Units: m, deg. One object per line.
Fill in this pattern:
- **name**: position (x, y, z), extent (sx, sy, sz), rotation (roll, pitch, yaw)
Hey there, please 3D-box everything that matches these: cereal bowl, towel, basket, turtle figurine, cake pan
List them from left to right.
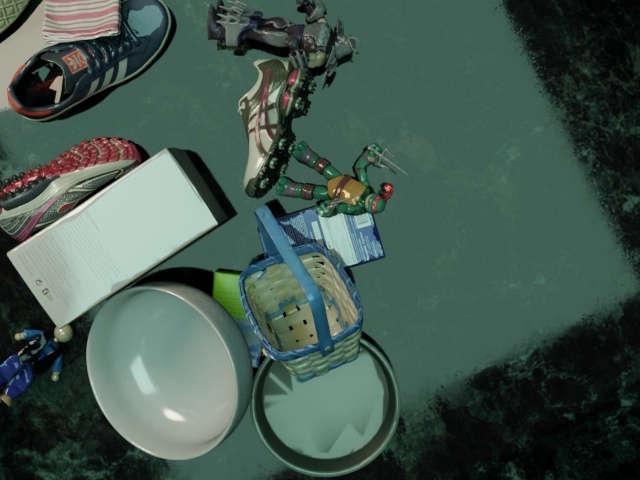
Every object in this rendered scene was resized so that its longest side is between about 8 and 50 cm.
- **towel**: position (-0.444, -0.443, 1.879), extent (0.144, 0.029, 0.197), rotation (-8, 52, -2)
- **cereal bowl**: position (-0.266, 0.234, 1.902), extent (0.339, 0.141, 0.338), rotation (6, 103, 26)
- **basket**: position (-0.037, 0.105, 1.812), extent (0.201, 0.254, 0.289), rotation (-21, 137, -11)
- **cake pan**: position (0.009, 0.314, 1.979), extent (0.293, 0.054, 0.293), rotation (0, 94, 0)
- **turtle figurine**: position (0.041, -0.099, 1.889), extent (0.234, 0.118, 0.175), rotation (20, 60, 28)

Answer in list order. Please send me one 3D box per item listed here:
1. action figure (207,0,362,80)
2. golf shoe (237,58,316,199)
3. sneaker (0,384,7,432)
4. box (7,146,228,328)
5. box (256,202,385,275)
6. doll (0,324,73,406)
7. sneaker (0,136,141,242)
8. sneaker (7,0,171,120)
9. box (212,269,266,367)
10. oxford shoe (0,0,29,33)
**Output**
- **action figure**: position (-0.063, -0.387, 1.879), extent (0.285, 0.185, 0.099), rotation (10, 129, 2)
- **golf shoe**: position (-0.105, -0.214, 1.930), extent (0.120, 0.105, 0.272), rotation (19, 88, 14)
- **sneaker**: position (-0.707, 0.266, 1.967), extent (0.124, 0.107, 0.283), rotation (-13, 94, 20)
- **box**: position (-0.366, -0.011, 1.875), extent (0.345, 0.215, 0.168), rotation (-33, 94, 3)
- **box**: position (0.000, 0.000, 1.965), extent (0.225, 0.036, 0.136), rotation (-16, 94, 0)
- **doll**: position (-0.555, 0.234, 1.963), extent (0.189, 0.046, 0.129), rotation (-46, 118, -13)
- **sneaker**: position (-0.480, -0.103, 1.930), extent (0.299, 0.121, 0.112), rotation (-24, 123, 1)
- **sneaker**: position (-0.432, -0.339, 1.884), extent (0.350, 0.148, 0.131), rotation (-37, 93, 2)
- **box**: position (-0.161, 0.152, 1.972), extent (0.109, 0.042, 0.178), rotation (6, 95, 0)
- **oxford shoe**: position (-0.605, -0.542, 1.888), extent (0.449, 0.169, 0.130), rotation (-54, 51, 11)
